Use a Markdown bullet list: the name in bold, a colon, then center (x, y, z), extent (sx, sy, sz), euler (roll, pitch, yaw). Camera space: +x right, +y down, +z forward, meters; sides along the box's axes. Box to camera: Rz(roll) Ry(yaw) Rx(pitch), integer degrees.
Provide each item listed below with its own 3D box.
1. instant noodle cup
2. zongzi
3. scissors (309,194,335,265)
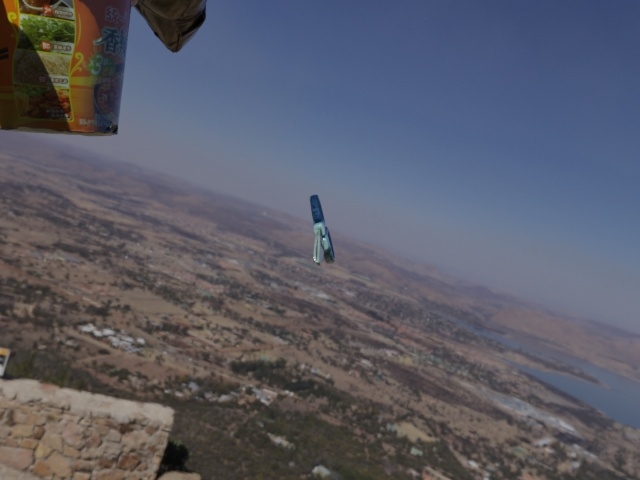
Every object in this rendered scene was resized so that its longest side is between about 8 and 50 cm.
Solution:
- **instant noodle cup**: center (-0.349, -0.227, 0.678), extent (0.230, 0.182, 0.230), euler (3, 9, 0)
- **zongzi**: center (-0.327, -0.554, 1.072), extent (0.286, 0.138, 0.300), euler (49, -17, -18)
- **scissors**: center (0.000, 0.000, 1.309), extent (0.029, 0.192, 0.447), euler (-14, 10, 4)
